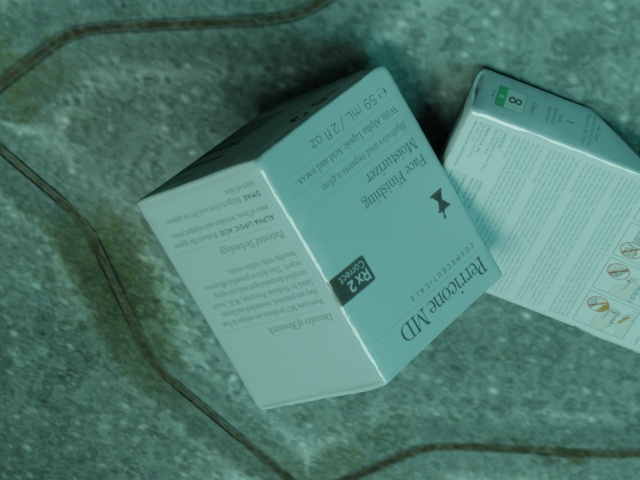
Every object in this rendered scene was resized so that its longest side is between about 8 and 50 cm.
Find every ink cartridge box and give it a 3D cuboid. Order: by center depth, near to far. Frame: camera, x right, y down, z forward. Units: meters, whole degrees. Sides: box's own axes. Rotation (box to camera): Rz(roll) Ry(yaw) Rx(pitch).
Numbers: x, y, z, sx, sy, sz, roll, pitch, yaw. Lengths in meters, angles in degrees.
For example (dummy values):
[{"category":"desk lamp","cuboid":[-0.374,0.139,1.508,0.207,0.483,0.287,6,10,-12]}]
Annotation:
[{"category":"ink cartridge box","cuboid":[0.189,-0.015,1.467,0.224,0.056,0.181,20,139,-3]}]

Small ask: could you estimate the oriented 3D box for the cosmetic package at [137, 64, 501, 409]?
[{"category":"cosmetic package","cuboid":[0.000,0.000,1.436,0.151,0.151,0.184,-17,108,50]}]
